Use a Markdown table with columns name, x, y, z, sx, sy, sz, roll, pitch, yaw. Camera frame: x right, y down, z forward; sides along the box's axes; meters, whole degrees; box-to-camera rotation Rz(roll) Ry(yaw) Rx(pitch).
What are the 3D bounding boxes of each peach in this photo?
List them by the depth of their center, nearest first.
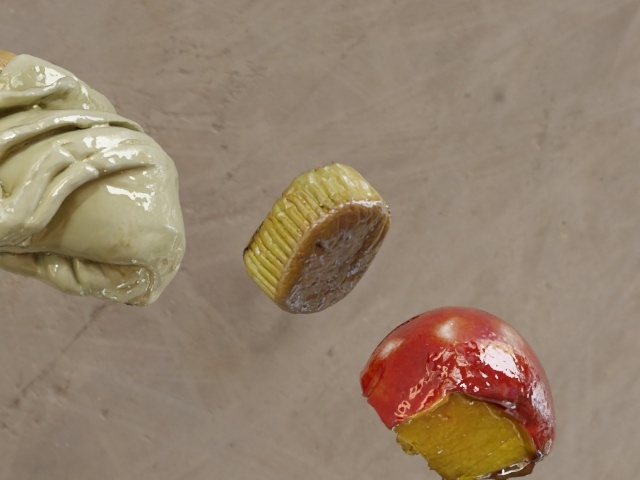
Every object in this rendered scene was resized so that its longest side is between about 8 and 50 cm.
| name | x | y | z | sx | sy | sz | roll | pitch | yaw |
| --- | --- | --- | --- | --- | --- | --- | --- | --- | --- |
| peach | 0.097 | 0.101 | 0.783 | 0.151 | 0.151 | 0.118 | -19 | 125 | -33 |

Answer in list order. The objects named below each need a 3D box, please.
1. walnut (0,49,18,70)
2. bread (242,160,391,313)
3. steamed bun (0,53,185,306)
| name | x | y | z | sx | sy | sz | roll | pitch | yaw |
| --- | --- | --- | --- | --- | --- | --- | --- | --- | --- |
| walnut | -0.501 | -0.199 | 1.708 | 0.165 | 0.165 | 0.197 | -27 | 102 | -29 |
| bread | 0.000 | 0.000 | 1.833 | 0.227 | 0.142 | 0.253 | 3 | 132 | -48 |
| steamed bun | -0.280 | -0.071 | 1.118 | 0.203 | 0.289 | 0.276 | -67 | 163 | 7 |
